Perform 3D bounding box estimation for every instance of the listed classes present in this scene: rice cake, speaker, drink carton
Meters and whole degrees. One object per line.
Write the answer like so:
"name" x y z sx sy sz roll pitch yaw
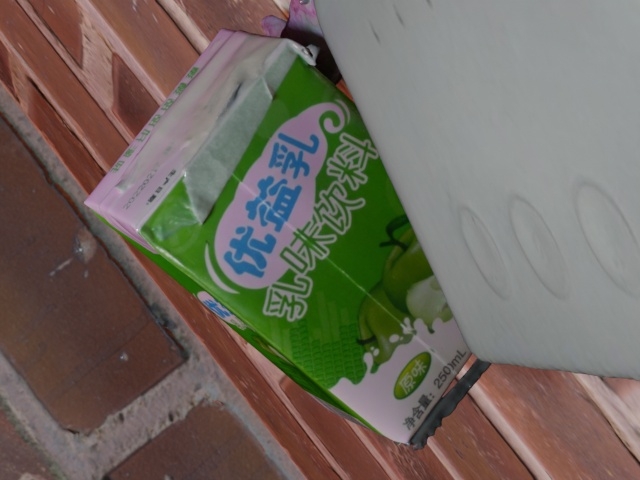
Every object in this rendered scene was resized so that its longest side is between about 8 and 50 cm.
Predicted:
"rice cake" -0.003 -0.151 1.094 0.081 0.051 0.290 51 165 4
"speaker" 0.130 -0.072 0.590 0.184 0.183 0.406 60 169 -4
"drink carton" 0.000 0.000 1.137 0.271 0.161 0.108 42 170 -29
